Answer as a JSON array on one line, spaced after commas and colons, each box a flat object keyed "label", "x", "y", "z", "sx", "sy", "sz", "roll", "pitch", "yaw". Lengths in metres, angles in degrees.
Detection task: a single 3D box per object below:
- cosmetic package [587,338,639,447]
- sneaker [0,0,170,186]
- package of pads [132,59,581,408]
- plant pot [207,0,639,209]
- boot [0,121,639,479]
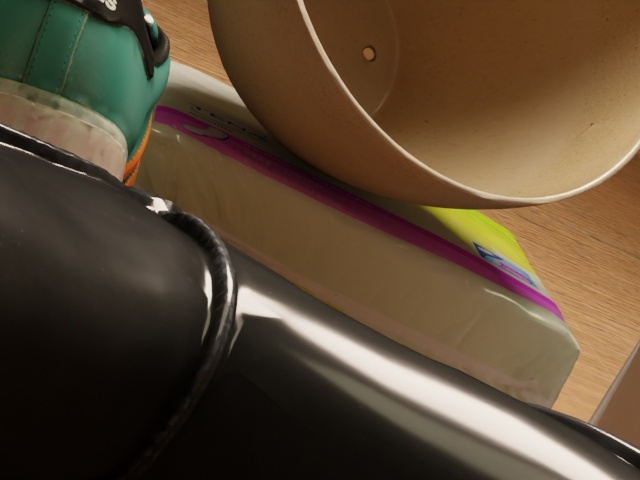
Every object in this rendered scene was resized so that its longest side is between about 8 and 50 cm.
[{"label": "cosmetic package", "x": 0.283, "y": 0.133, "z": 1.018, "sx": 0.230, "sy": 0.161, "sz": 0.453, "roll": 31, "pitch": 12, "yaw": 11}, {"label": "sneaker", "x": -0.123, "y": -0.062, "z": 0.804, "sx": 0.108, "sy": 0.121, "sz": 0.302, "roll": 21, "pitch": -11, "yaw": -11}, {"label": "package of pads", "x": 0.000, "y": 0.000, "z": 1.070, "sx": 0.296, "sy": 0.101, "sz": 0.229, "roll": 27, "pitch": 12, "yaw": -11}, {"label": "plant pot", "x": 0.045, "y": -0.145, "z": 1.003, "sx": 0.284, "sy": 0.284, "sz": 0.191, "roll": 22, "pitch": -20, "yaw": -29}, {"label": "boot", "x": -0.093, "y": 0.020, "z": 0.444, "sx": 0.367, "sy": 0.146, "sz": 0.445, "roll": 23, "pitch": -11, "yaw": 40}]
